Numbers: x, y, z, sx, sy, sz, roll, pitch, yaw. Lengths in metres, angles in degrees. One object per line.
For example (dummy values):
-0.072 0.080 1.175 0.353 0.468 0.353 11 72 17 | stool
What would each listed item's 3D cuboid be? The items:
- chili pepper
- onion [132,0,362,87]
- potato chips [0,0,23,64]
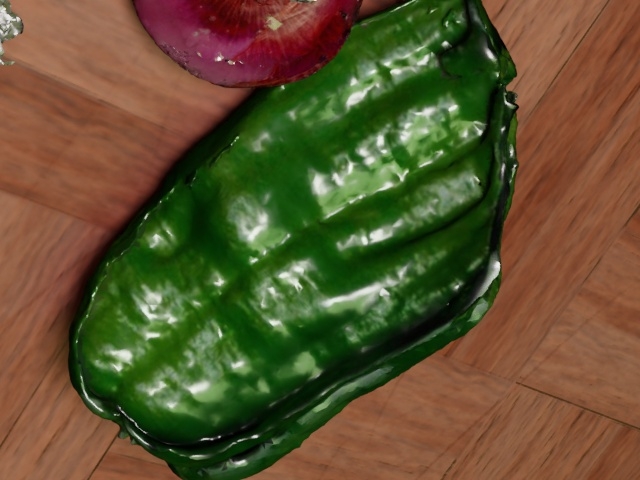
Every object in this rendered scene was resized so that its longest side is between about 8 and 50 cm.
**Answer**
0.005 0.004 1.013 0.385 0.213 0.167 -43 174 7 | chili pepper
-0.034 -0.153 0.901 0.150 0.140 0.150 -8 117 -15 | onion
-0.289 -0.105 0.859 0.220 0.029 0.202 -35 129 -3 | potato chips
